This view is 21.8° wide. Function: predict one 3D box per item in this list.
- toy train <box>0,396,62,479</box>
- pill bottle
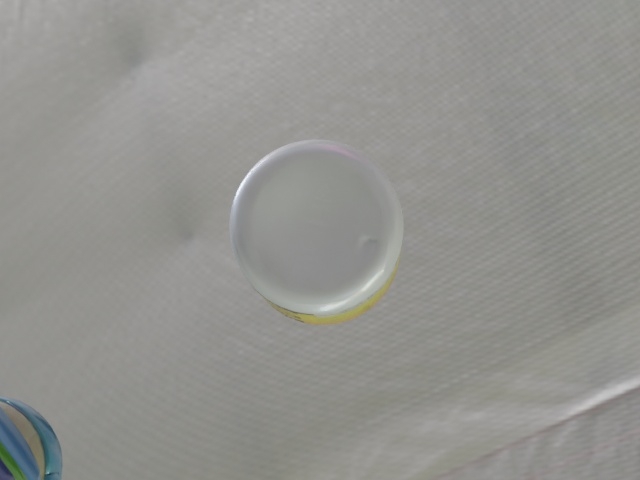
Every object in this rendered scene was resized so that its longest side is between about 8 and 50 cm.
[{"bbox_3d":[-0.197,0.135,0.553,0.248,0.143,0.105,-40,-99,2],"label":"toy train"},{"bbox_3d":[0.000,0.000,1.186,0.117,0.215,0.117,0,-96,2],"label":"pill bottle"}]
